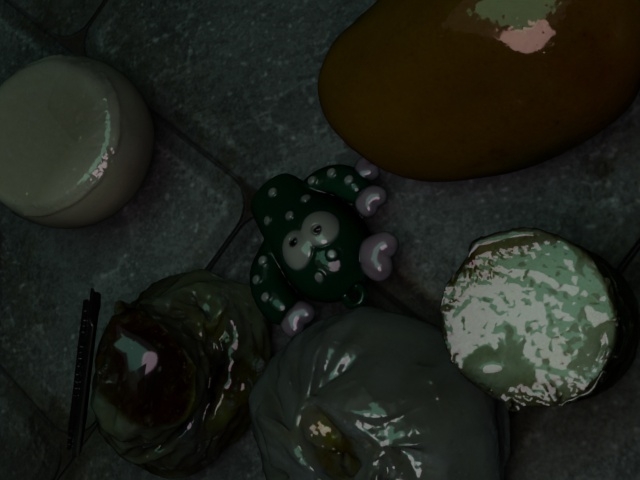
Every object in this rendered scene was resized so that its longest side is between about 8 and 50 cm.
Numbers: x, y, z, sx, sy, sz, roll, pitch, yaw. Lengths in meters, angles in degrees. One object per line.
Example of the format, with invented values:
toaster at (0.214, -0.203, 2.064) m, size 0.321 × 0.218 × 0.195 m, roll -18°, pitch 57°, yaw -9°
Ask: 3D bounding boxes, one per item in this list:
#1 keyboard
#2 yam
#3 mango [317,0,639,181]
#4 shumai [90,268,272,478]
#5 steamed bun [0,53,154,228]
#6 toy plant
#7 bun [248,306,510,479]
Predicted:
keyboard at (-0.321, 0.179, 1.205) m, size 0.093 × 0.025 × 0.230 m, roll -110°, pitch 29°, yaw -60°
yam at (0.265, 0.093, 1.028) m, size 0.195 × 0.300 × 0.195 m, roll -3°, pitch 83°, yaw 24°
mango at (0.200, -0.228, 1.146) m, size 0.446 × 0.232 × 0.300 m, roll -16°, pitch 112°, yaw 25°
shumai at (-0.247, 0.175, 1.244) m, size 0.304 × 0.263 × 0.309 m, roll 3°, pitch 79°, yaw 22°
steamed bun at (-0.390, -0.152, 1.430) m, size 0.283 × 0.177 × 0.283 m, roll -4°, pitch 80°, yaw 20°
toy plant at (-0.003, 0.004, 1.262) m, size 0.233 × 0.112 × 0.243 m, roll -23°, pitch 64°, yaw 22°
bun at (0.069, 0.248, 1.125) m, size 0.355 × 0.194 × 0.354 m, roll -4°, pitch 80°, yaw 23°
